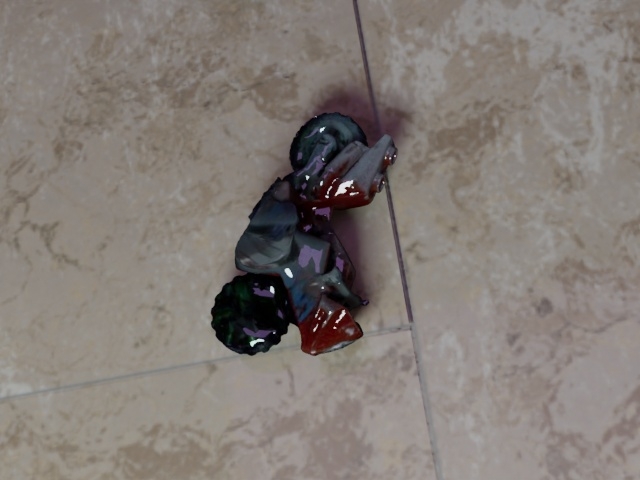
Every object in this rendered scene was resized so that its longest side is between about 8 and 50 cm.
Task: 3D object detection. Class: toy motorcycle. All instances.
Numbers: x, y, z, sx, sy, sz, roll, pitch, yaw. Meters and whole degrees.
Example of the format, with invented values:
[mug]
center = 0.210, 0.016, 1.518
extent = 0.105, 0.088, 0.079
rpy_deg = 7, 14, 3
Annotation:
[toy motorcycle]
center = 0.000, 0.000, 0.813
extent = 0.122, 0.082, 0.213
rpy_deg = 20, 77, 17
